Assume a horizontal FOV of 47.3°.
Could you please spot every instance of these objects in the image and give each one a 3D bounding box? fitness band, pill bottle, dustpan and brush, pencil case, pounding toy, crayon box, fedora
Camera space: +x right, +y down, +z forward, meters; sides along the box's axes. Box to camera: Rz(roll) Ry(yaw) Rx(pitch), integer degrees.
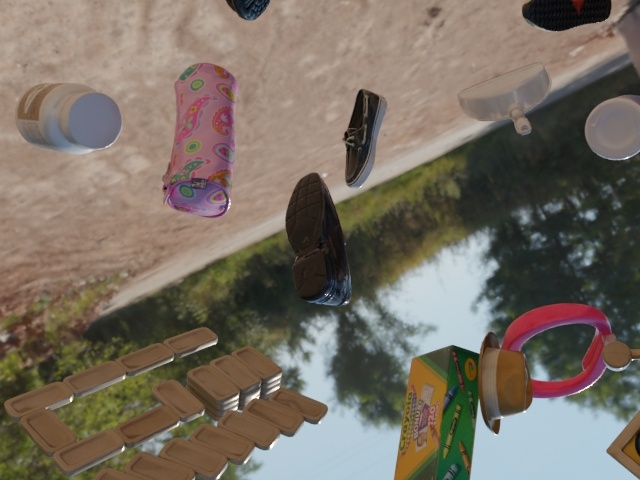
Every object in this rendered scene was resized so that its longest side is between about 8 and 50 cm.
[{"bbox_3d":[0.469,0.230,1.471,0.209,0.054,0.290,-1,138,1],"label":"fitness band"},{"bbox_3d":[0.636,-0.241,1.526,0.124,0.124,0.222,-28,178,34],"label":"pill bottle"},{"bbox_3d":[0.292,-0.209,1.118,0.147,0.060,0.211,-19,-163,13],"label":"dustpan and brush"},{"bbox_3d":[-0.208,-0.177,1.286,0.124,0.284,0.124,0,149,0],"label":"pencil case"},{"bbox_3d":[0.401,0.185,0.821,0.181,0.206,0.094,-53,150,5],"label":"pounding toy"},{"bbox_3d":[-0.467,-0.227,1.362,0.131,0.131,0.229,-28,-154,-34],"label":"pill bottle"},{"bbox_3d":[0.236,0.365,1.470,0.081,0.278,0.165,19,156,-16],"label":"crayon box"},{"bbox_3d":[0.345,0.262,1.348,0.079,0.194,0.194,-6,-171,25],"label":"fedora"}]

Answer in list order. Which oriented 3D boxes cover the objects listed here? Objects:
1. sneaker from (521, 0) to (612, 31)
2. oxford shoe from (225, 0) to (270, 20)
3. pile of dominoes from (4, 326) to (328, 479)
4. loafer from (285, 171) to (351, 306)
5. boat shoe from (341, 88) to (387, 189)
[{"bbox_3d":[0.359,-0.349,1.110,0.161,0.057,0.075,-13,-161,-22],"label":"sneaker"},{"bbox_3d":[-0.097,-0.318,0.680,0.096,0.227,0.083,13,-139,32],"label":"oxford shoe"},{"bbox_3d":[-0.141,0.175,0.710,0.251,0.040,0.196,-18,-144,-42],"label":"pile of dominoes"},{"bbox_3d":[0.000,0.000,0.855,0.062,0.169,0.061,-24,146,34],"label":"loafer"},{"bbox_3d":[0.081,-0.224,1.608,0.070,0.219,0.078,17,173,-34],"label":"boat shoe"}]
